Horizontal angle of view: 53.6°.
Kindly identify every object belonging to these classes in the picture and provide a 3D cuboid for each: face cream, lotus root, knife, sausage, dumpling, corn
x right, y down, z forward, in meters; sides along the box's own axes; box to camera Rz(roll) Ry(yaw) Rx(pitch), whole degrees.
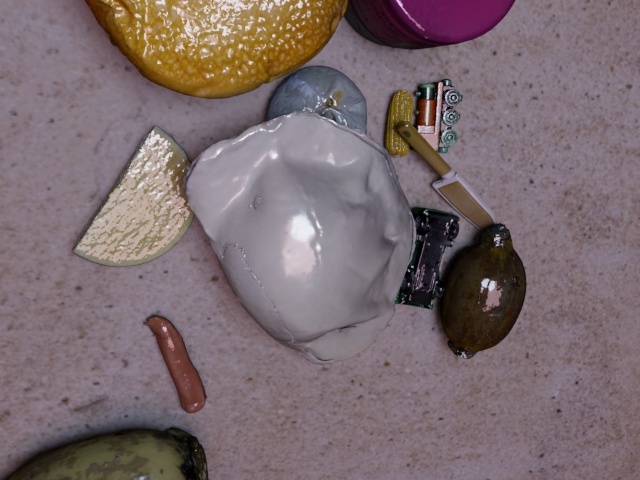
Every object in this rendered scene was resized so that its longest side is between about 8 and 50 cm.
[{"bbox_3d":[0.120,-0.320,0.756,0.175,0.195,0.175,-4,105,-16],"label":"face cream"},{"bbox_3d":[0.244,0.076,0.939,0.120,0.120,0.210,10,102,-17],"label":"lotus root"},{"bbox_3d":[0.185,-0.084,0.909,0.046,0.022,0.256,-22,130,39],"label":"knife"},{"bbox_3d":[-0.308,0.349,0.848,0.309,0.173,0.173,-14,108,-3],"label":"lotus root"},{"bbox_3d":[-0.200,0.172,0.885,0.042,0.036,0.158,-25,109,-15],"label":"sausage"},{"bbox_3d":[0.002,0.003,0.814,0.260,0.181,0.341,-32,97,0],"label":"dumpling"},{"bbox_3d":[0.110,-0.162,0.879,0.037,0.037,0.092,4,103,-16],"label":"corn"}]

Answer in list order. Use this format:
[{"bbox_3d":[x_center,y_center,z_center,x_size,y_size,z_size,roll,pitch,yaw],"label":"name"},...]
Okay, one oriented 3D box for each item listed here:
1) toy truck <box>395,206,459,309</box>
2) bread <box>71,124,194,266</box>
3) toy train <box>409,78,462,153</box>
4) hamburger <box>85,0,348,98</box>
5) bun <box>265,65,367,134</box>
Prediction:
[{"bbox_3d":[0.148,0.023,0.915,0.065,0.079,0.147,10,102,-16],"label":"toy truck"},{"bbox_3d":[-0.222,-0.041,0.824,0.112,0.036,0.193,33,91,-25],"label":"bread"},{"bbox_3d":[0.160,-0.174,0.888,0.064,0.044,0.103,2,104,-5],"label":"toy train"},{"bbox_3d":[-0.112,-0.317,0.708,0.314,0.170,0.290,-25,112,-9],"label":"hamburger"},{"bbox_3d":[0.000,-0.157,0.826,0.140,0.083,0.141,-3,103,-12],"label":"bun"}]
